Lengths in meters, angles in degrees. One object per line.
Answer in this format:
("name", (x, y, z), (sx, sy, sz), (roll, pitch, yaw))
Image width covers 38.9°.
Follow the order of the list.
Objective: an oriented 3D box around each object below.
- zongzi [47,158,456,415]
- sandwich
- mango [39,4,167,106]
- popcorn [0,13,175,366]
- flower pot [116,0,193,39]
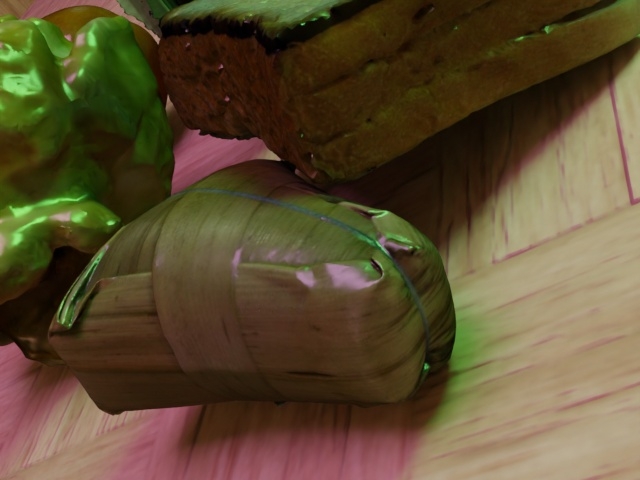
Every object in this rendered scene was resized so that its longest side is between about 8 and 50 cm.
("zongzi", (0.000, 0.000, 0.526), (0.228, 0.115, 0.256), (-6, 25, 35))
("sandwich", (0.039, -0.141, 0.586), (0.249, 0.095, 0.273), (-27, 22, -16))
("mango", (-0.295, -0.115, 0.998), (0.317, 0.173, 0.211), (-49, 31, 15))
("popcorn", (-0.240, -0.043, 0.728), (0.225, 0.276, 0.276), (-21, 34, 38))
("flower pot", (-0.056, -0.288, 0.836), (0.290, 0.290, 0.259), (-43, 15, 1))
